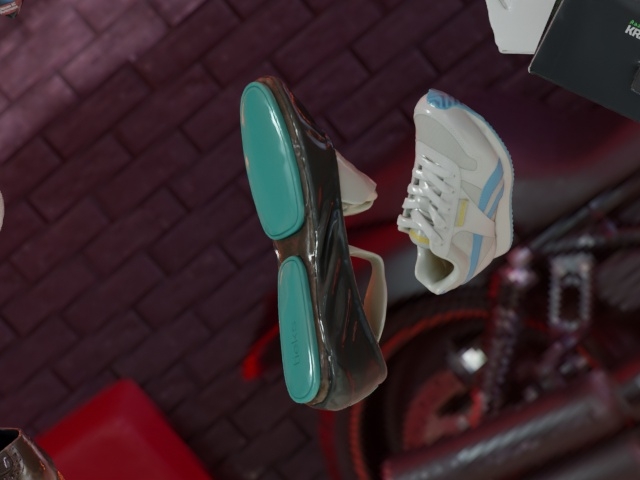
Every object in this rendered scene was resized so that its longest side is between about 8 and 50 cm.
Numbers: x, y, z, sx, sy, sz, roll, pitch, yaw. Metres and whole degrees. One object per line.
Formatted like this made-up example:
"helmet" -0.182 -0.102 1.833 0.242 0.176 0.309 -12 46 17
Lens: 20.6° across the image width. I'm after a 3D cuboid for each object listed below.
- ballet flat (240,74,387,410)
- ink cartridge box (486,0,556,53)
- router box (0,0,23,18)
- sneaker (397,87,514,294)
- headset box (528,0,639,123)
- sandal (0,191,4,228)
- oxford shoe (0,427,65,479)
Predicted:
"ballet flat" 0.000 0.000 1.460 0.096 0.280 0.095 -7 -3 -30
"ink cartridge box" 0.272 -0.340 1.971 0.100 0.172 0.237 7 42 32
"router box" -0.277 -0.238 1.366 0.038 0.122 0.092 -92 24 -60
"sneaker" 0.119 -0.041 1.616 0.092 0.228 0.087 -40 51 -21
"headset box" 0.360 -0.223 1.714 0.283 0.246 0.131 -64 -2 -48
"sandal" -0.469 0.065 1.692 0.416 0.169 0.102 -48 10 24
"oxford shoe" -0.440 0.241 1.904 0.364 0.132 0.130 -3 35 23
